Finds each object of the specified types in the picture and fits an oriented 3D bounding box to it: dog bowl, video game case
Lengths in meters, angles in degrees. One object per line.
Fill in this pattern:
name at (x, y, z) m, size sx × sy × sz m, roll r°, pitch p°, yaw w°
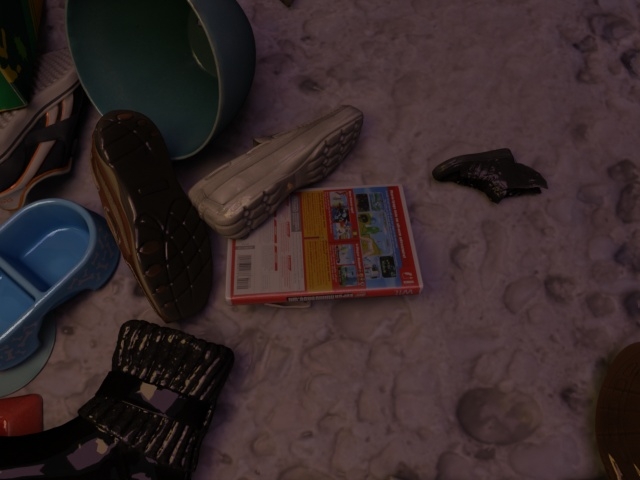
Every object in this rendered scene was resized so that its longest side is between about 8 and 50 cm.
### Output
dog bowl at (-0.447, 0.056, 0.758) m, size 0.166 × 0.074 × 0.297 m, roll 37°, pitch 70°, yaw 9°
video game case at (0.000, 0.000, 0.786) m, size 0.286 × 0.025 × 0.204 m, roll -3°, pitch 54°, yaw -1°

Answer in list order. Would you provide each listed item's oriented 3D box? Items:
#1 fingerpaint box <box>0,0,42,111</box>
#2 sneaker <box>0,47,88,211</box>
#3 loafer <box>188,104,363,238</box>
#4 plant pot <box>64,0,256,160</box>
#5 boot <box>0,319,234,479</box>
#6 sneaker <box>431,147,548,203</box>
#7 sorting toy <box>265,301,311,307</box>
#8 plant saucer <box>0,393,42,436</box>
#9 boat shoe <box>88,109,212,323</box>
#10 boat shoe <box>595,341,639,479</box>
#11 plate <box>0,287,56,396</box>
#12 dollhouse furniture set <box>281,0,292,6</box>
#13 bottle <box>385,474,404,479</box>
fingerpaint box at (-0.694, -0.327, 0.771) m, size 0.445 × 0.163 × 0.370 m, roll -14°, pitch 54°, yaw -4°
sneaker at (-0.464, -0.187, 0.825) m, size 0.126 × 0.127 × 0.321 m, roll 4°, pitch 50°, yaw 15°
loafer at (-0.062, -0.131, 0.800) m, size 0.319 × 0.112 × 0.111 m, roll -38°, pitch 67°, yaw -25°
plant pot at (-0.215, -0.298, 0.794) m, size 0.290 × 0.290 × 0.195 m, roll 35°, pitch 43°, yaw 8°
boot at (-0.311, 0.229, 0.685) m, size 0.348 × 0.131 × 0.260 m, roll 15°, pitch 77°, yaw -16°
sneaker at (0.278, -0.100, 0.836) m, size 0.170 × 0.051 × 0.089 m, roll -13°, pitch 71°, yaw -7°
sorting toy at (-0.048, 0.074, 0.794) m, size 0.075 × 0.045 × 0.083 m, roll 13°, pitch 64°, yaw -10°
plant saucer at (-0.530, 0.367, 0.708) m, size 0.259 × 0.047 × 0.258 m, roll -9°, pitch 75°, yaw -2°
boat shoe at (-0.266, -0.033, 0.784) m, size 0.123 × 0.120 × 0.323 m, roll -19°, pitch 93°, yaw -42°
boat shoe at (0.469, 0.315, 0.707) m, size 0.110 × 0.122 × 0.340 m, roll 17°, pitch 75°, yaw -34°
plate at (-0.507, 0.147, 0.778) m, size 0.188 × 0.024 × 0.188 m, roll 0°, pitch 76°, yaw -1°
dollhouse furniture set at (-0.022, -0.542, 0.894) m, size 0.182 × 0.161 × 0.101 m, roll -41°, pitch 79°, yaw -9°
bottle at (0.214, 0.400, 0.670) m, size 0.283 × 0.118 × 0.092 m, roll 22°, pitch 117°, yaw 6°
